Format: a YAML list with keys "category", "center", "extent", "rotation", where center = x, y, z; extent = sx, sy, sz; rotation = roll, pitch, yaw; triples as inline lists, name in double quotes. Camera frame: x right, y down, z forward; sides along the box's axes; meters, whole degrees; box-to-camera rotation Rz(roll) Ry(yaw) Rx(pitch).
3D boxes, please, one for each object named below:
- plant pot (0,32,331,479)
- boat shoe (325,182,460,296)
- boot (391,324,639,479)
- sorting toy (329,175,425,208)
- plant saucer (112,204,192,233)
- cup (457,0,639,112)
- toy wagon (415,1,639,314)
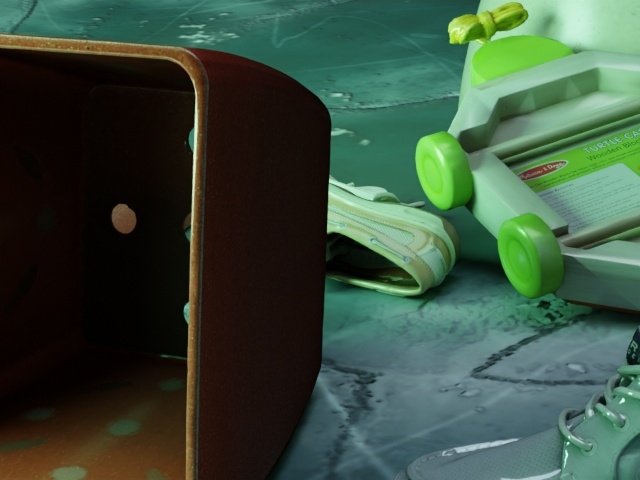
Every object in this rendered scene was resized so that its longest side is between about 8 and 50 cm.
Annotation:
- category: "plant pot"
  center: [-0.126, 0.008, 1.022]
  extent: [0.267, 0.267, 0.235]
  rotation: [7, 12, 25]
- category: "boat shoe"
  center: [0.000, 0.000, 1.262]
  extent: [0.190, 0.068, 0.072]
  rotation: [8, 36, 27]
- category: "boot"
  center: [0.159, 0.091, 0.917]
  extent: [0.258, 0.123, 0.095]
  rotation: [-4, 21, -1]
- category: "sorting toy"
  center: [0.038, -0.027, 1.356]
  extent: [0.075, 0.045, 0.083]
  rotation: [-12, 21, -39]
- category: "plant saucer"
  center: [-0.251, -0.015, 1.357]
  extent: [0.259, 0.048, 0.258]
  rotation: [5, 23, 22]
- category: "cup"
  center: [0.277, -0.210, 1.516]
  extent: [0.331, 0.237, 0.331]
  rotation: [-3, 21, 1]
- category: "toy wagon"
  center: [0.205, -0.071, 1.293]
  extent: [0.267, 0.068, 0.344]
  rotation: [-18, 38, -19]
